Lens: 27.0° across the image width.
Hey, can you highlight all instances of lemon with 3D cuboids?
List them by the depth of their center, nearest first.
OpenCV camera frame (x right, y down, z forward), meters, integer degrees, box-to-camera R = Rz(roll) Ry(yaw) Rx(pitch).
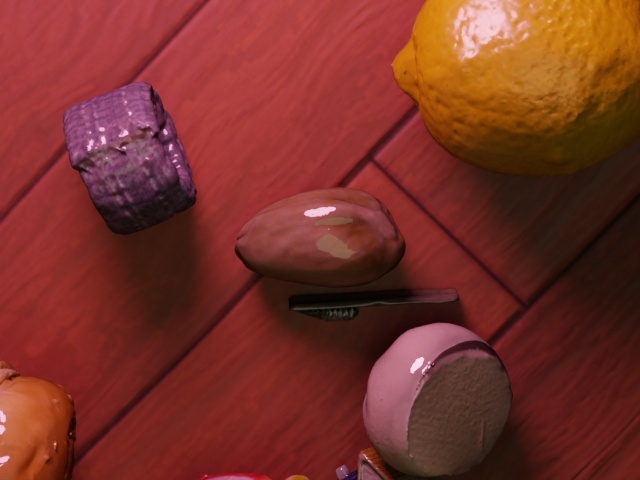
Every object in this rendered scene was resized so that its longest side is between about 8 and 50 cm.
[{"bbox_3d":[0.216,-0.178,1.365,0.288,0.233,0.233,2,100,5],"label":"lemon"}]

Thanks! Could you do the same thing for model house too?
[{"bbox_3d":[0.070,0.286,1.516,0.101,0.088,0.100,-34,75,34],"label":"model house"}]

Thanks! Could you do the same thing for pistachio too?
[{"bbox_3d":[0.000,0.000,1.449,0.186,0.126,0.108,2,57,0],"label":"pistachio"}]

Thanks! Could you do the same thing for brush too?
[{"bbox_3d":[0.060,0.073,1.496,0.190,0.034,0.027,-4,110,-2],"label":"brush"}]

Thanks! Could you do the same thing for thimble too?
[{"bbox_3d":[-0.197,-0.087,1.398,0.098,0.150,0.150,-22,100,4],"label":"thimble"}]

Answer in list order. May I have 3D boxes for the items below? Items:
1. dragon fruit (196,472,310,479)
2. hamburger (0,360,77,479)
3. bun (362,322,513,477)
[{"bbox_3d":[-0.087,0.368,1.451,0.224,0.224,0.227,-22,104,1],"label":"dragon fruit"},{"bbox_3d":[-0.353,0.274,1.381,0.174,0.284,0.304,14,93,-5],"label":"hamburger"},{"bbox_3d":[0.115,0.169,1.470,0.173,0.120,0.172,-14,115,-34],"label":"bun"}]
